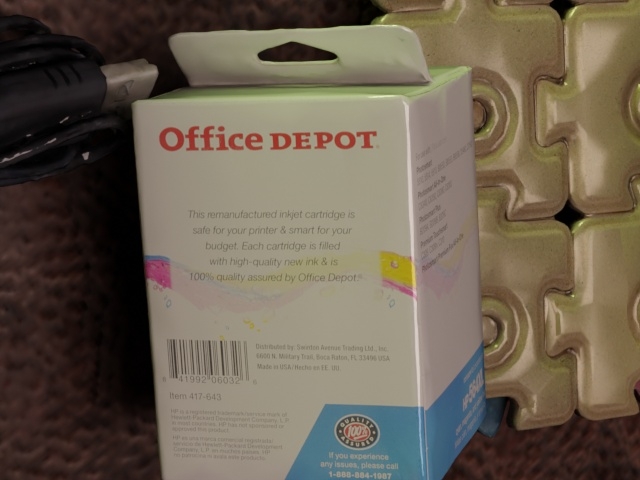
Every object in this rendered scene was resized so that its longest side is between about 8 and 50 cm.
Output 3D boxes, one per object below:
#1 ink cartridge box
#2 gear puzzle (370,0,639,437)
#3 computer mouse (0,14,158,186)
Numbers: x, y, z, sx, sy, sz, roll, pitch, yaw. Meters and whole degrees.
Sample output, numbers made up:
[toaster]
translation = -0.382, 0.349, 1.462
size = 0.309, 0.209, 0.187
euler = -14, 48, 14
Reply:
[ink cartridge box]
translation = 0.000, 0.000, 0.618
size = 0.090, 0.092, 0.143
euler = -32, 121, -69
[gear puzzle]
translation = 0.077, -0.096, 0.710
size = 0.175, 0.044, 0.339
euler = -6, 97, -24
[computer mouse]
translation = -0.124, -0.130, 0.520
size = 0.188, 0.072, 0.272
euler = -14, 111, -38
